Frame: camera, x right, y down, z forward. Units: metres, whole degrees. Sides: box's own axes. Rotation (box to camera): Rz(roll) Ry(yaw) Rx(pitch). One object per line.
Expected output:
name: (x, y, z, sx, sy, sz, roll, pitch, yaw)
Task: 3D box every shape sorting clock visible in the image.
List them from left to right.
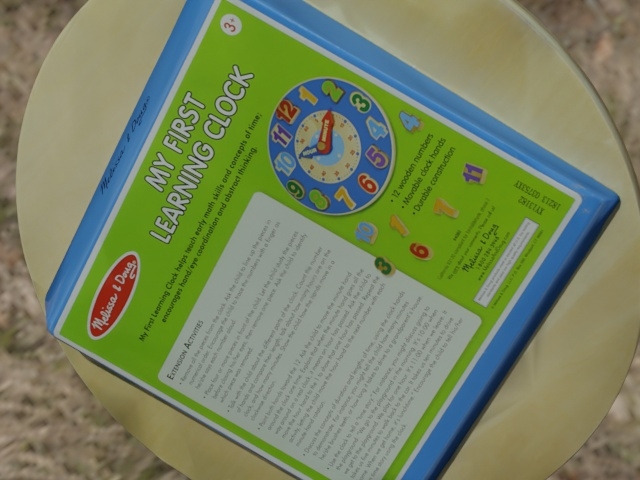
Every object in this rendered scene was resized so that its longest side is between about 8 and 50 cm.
shape sorting clock: (0.000, 0.000, 0.613, 0.206, 0.206, 0.040, 47, 30, -10)
